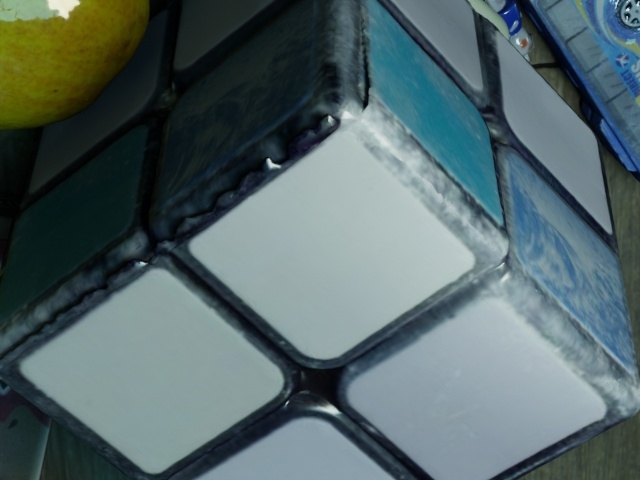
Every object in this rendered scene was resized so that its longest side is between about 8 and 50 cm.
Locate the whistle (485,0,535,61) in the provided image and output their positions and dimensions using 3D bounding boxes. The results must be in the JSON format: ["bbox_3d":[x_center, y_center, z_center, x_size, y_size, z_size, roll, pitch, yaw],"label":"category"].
[{"bbox_3d":[0.150,-0.179,1.396,0.083,0.029,0.033,55,47,-32],"label":"whistle"}]

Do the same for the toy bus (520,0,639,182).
[{"bbox_3d":[0.246,-0.146,1.421,0.094,0.079,0.236,-32,117,10],"label":"toy bus"}]

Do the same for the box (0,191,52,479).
[{"bbox_3d":[-0.250,0.078,1.303,0.120,0.069,0.224,6,106,-24],"label":"box"}]

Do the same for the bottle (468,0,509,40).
[{"bbox_3d":[0.063,-0.168,1.322,0.245,0.104,0.104,37,92,-27],"label":"bottle"}]

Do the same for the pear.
[{"bbox_3d":[-0.216,-0.168,1.165,0.200,0.200,0.200,-7,110,-19],"label":"pear"}]

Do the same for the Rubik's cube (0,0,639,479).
[{"bbox_3d":[0.000,0.000,1.185,0.316,0.318,0.313,-34,120,25],"label":"Rubik's cube"}]
